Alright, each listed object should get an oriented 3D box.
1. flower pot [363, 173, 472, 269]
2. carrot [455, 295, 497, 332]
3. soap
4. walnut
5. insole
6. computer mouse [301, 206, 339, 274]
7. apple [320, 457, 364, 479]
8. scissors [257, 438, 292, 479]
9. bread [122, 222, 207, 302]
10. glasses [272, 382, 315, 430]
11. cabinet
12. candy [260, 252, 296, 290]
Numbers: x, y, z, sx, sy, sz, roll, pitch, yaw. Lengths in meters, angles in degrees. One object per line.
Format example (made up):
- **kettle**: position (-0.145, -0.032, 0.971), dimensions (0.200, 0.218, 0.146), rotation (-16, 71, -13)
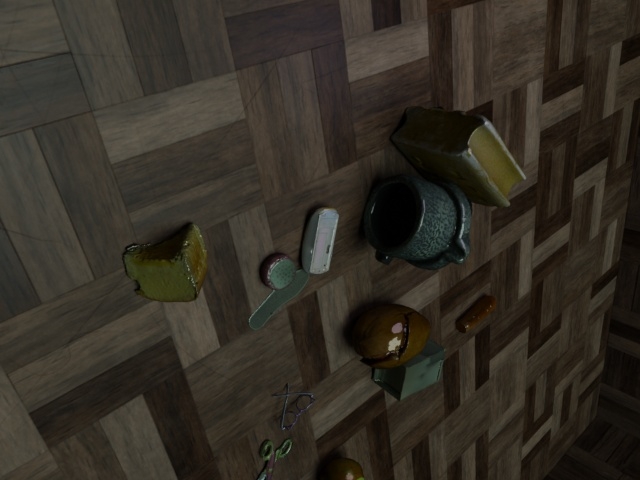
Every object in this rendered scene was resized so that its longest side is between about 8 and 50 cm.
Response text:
- **flower pot**: position (0.314, -0.042, 1.580), dimensions (0.283, 0.299, 0.298), rotation (9, 100, -39)
- **carrot**: position (0.652, 0.300, 2.179), dimensions (0.225, 0.067, 0.067), rotation (-34, 126, -25)
- **soap**: position (0.420, -0.252, 1.595), dimensions (0.335, 0.294, 0.156), rotation (36, 85, -45)
- **walnut**: position (0.247, 0.301, 1.728), dimensions (0.336, 0.209, 0.208), rotation (-15, 116, -46)
- **insole**: position (-0.115, 0.161, 1.477), dimensions (0.232, 0.003, 0.080), rotation (-44, 130, -21)
- **computer mouse**: position (-0.001, 0.000, 1.486), dimensions (0.102, 0.045, 0.198), rotation (-4, 109, -42)
- **apple**: position (0.081, 0.831, 1.806), dimensions (0.147, 0.163, 0.146), rotation (-8, 120, -24)
- **scissors**: position (-0.158, 0.709, 1.645), dimensions (0.134, 0.020, 0.187), rotation (21, 91, -49)
- **bread**: position (-0.347, 0.051, 1.194), dimensions (0.160, 0.169, 0.140), rotation (-9, 120, 5)
- **glasses**: position (-0.089, 0.490, 1.592), dimensions (0.140, 0.063, 0.103), rotation (-42, 129, -23)
- **cabinet**: position (0.308, 0.438, 1.865), dimensions (0.206, 0.150, 0.144), rotation (-13, 120, -38)
- **candy**: position (-0.113, 0.084, 1.422), dimensions (0.103, 0.043, 0.103), rotation (-17, 119, -34)
